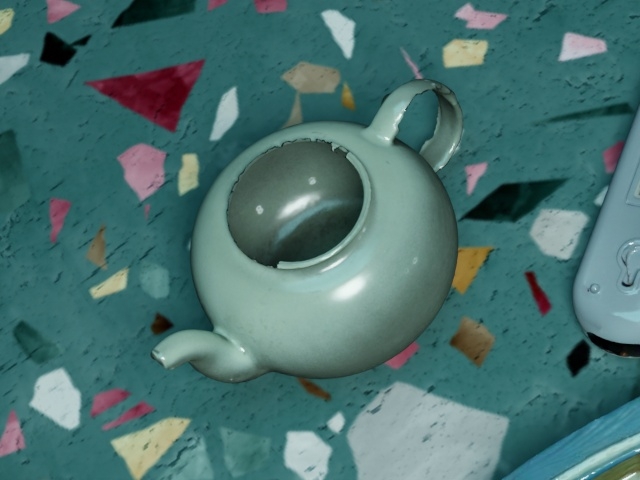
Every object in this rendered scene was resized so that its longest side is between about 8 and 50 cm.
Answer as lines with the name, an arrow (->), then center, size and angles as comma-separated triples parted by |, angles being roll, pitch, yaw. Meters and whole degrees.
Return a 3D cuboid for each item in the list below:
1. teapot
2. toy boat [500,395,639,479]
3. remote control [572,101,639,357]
teapot -> 0.000, 0.000, 1.390 | 0.193, 0.129, 0.294 | 34, 76, 30
toy boat -> 0.178, 0.180, 1.250 | 0.215, 0.088, 0.102 | -29, 59, -1
remote control -> 0.245, -0.031, 1.376 | 0.087, 0.047, 0.244 | 14, 68, 22
